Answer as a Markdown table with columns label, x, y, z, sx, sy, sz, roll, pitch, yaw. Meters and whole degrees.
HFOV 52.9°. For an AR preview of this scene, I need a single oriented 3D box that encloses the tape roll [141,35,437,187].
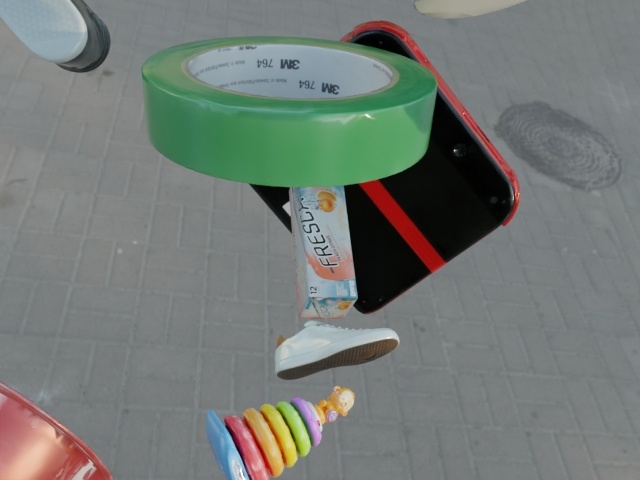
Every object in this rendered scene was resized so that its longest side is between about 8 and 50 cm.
| label | x | y | z | sx | sy | sz | roll | pitch | yaw |
| --- | --- | --- | --- | --- | --- | --- | --- | --- | --- |
| tape roll | -0.034 | -0.159 | 0.727 | 0.322 | 0.077 | 0.321 | 2 | 29 | -1 |

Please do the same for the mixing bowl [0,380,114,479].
| label | x | y | z | sx | sy | sz | roll | pitch | yaw |
| --- | --- | --- | --- | --- | --- | --- | --- | --- | --- |
| mixing bowl | -0.216 | 0.139 | 0.346 | 0.182 | 0.181 | 0.098 | 23 | 50 | 3 |

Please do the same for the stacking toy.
| label | x | y | z | sx | sy | sz | roll | pitch | yaw |
| --- | --- | --- | --- | --- | --- | --- | --- | --- | --- |
| stacking toy | -0.060 | 0.375 | 1.275 | 0.302 | 0.175 | 0.166 | -22 | 13 | -19 |

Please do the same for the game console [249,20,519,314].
| label | x | y | z | sx | sy | sz | roll | pitch | yaw |
| --- | --- | --- | --- | --- | --- | --- | --- | --- | --- |
| game console | 0.086 | -0.107 | 1.023 | 0.386 | 0.342 | 0.060 | 50 | 21 | -9 |

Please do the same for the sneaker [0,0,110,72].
| label | x | y | z | sx | sy | sz | roll | pitch | yaw |
| --- | --- | --- | --- | --- | --- | --- | --- | --- | --- |
| sneaker | -0.383 | -0.333 | 0.828 | 0.105 | 0.147 | 0.295 | -36 | 89 | -2 |

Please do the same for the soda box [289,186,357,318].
| label | x | y | z | sx | sy | sz | roll | pitch | yaw |
| --- | --- | --- | --- | --- | --- | --- | --- | --- | --- |
| soda box | 0.000 | 0.000 | 0.773 | 0.058 | 0.063 | 0.183 | 2 | 60 | -15 |

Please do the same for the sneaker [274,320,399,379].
| label | x | y | z | sx | sy | sz | roll | pitch | yaw |
| --- | --- | --- | --- | --- | --- | --- | --- | --- | --- |
| sneaker | 0.029 | 0.221 | 1.456 | 0.290 | 0.106 | 0.123 | -14 | 53 | 10 |

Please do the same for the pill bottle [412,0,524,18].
| label | x | y | z | sx | sy | sz | roll | pitch | yaw |
| --- | --- | --- | --- | --- | --- | --- | --- | --- | --- |
| pill bottle | 0.162 | -0.490 | 0.751 | 0.229 | 0.229 | 0.407 | -8 | 88 | -25 |
